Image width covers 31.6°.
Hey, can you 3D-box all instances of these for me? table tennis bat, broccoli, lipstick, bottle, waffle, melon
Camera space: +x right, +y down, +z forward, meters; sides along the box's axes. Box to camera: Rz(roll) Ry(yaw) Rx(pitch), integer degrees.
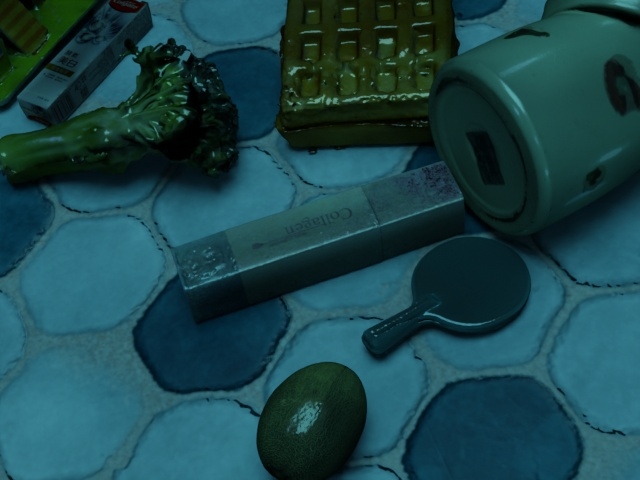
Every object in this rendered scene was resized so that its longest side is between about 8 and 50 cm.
[{"bbox_3d":[0.130,0.062,1.201,0.201,0.033,0.124,-30,53,-17],"label":"table tennis bat"},{"bbox_3d":[-0.247,-0.127,1.350,0.304,0.145,0.165,-13,62,12],"label":"broccoli"},{"bbox_3d":[0.000,0.000,1.242,0.317,0.068,0.066,-18,52,-7],"label":"lipstick"},{"bbox_3d":[0.310,-0.175,1.241,0.352,0.229,0.229,-28,54,-17],"label":"bottle"},{"bbox_3d":[0.061,-0.261,1.415,0.224,0.098,0.327,-3,52,8],"label":"waffle"},{"bbox_3d":[-0.007,0.176,1.093,0.098,0.098,0.130,23,55,23],"label":"melon"}]

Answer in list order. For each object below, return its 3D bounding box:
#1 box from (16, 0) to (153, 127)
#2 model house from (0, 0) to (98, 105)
[{"bbox_3d":[-0.305,-0.237,1.481,0.055,0.039,0.218,21,58,23],"label":"box"},{"bbox_3d":[-0.437,-0.413,1.466,0.242,0.313,0.357,24,59,21],"label":"model house"}]
